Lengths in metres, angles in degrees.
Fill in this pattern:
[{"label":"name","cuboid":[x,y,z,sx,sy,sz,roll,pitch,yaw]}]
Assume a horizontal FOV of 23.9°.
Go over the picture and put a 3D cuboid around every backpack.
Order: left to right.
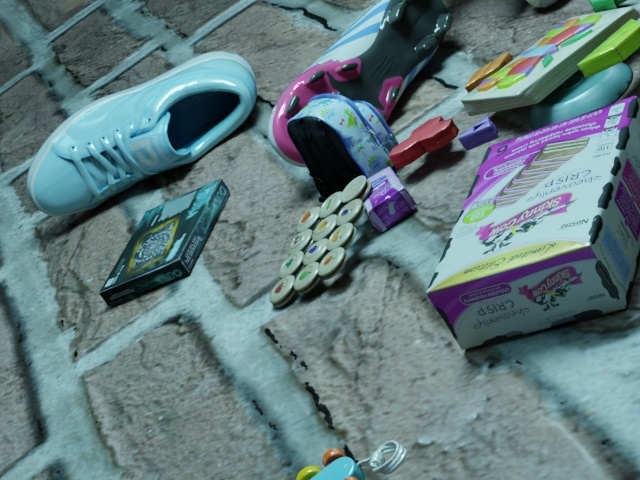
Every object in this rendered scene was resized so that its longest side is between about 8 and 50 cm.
[{"label":"backpack","cuboid":[0.024,-0.110,1.680,0.105,0.114,0.084,-3,38,52]}]

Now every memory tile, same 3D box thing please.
[{"label":"memory tile","cuboid":[0.000,0.000,1.582,0.113,0.012,0.148,-30,28,38]}]

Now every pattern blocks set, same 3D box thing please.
[{"label":"pattern blocks set","cuboid":[0.241,-0.192,1.615,0.325,0.026,0.285,-41,16,-30]}]

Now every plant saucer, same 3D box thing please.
[{"label":"plant saucer","cuboid":[0.265,-0.157,1.569,0.119,0.021,0.119,-29,23,14]}]

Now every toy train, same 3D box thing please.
[{"label":"toy train","cuboid":[0.008,0.227,1.127,0.125,0.046,0.166,-9,36,43]}]

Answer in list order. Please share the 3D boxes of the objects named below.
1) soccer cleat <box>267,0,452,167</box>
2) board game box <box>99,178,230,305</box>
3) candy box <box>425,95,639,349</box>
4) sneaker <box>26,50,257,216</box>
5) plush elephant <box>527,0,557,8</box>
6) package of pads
[{"label":"soccer cleat","cuboid":[0.038,-0.187,1.851,0.331,0.116,0.143,-46,9,-32]},{"label":"board game box","cuboid":[-0.190,0.001,1.864,0.126,0.026,0.186,-22,25,27]},{"label":"candy box","cuboid":[0.201,-0.018,1.316,0.159,0.071,0.233,-18,28,32]},{"label":"sneaker","cuboid":[-0.252,-0.143,2.097,0.366,0.135,0.150,-34,19,3]},{"label":"plush elephant","cuboid":[0.193,-0.431,1.934,0.272,0.330,0.255,-57,13,-30]},{"label":"package of pads","cuboid":[0.068,-0.045,1.600,0.050,0.032,0.083,-36,22,4]}]
